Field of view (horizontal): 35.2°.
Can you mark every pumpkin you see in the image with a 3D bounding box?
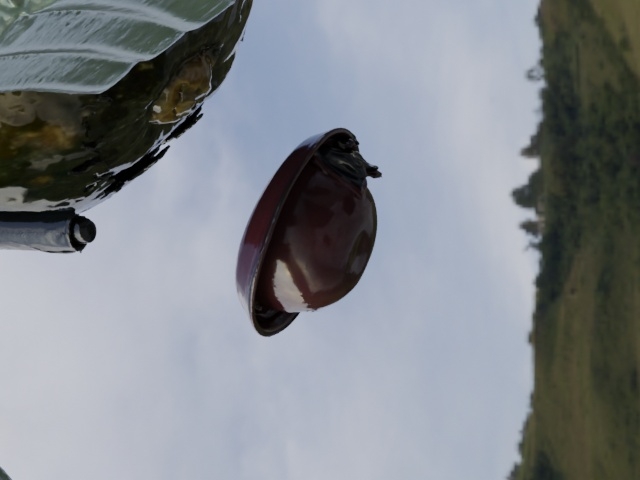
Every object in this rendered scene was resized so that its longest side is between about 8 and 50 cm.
[{"bbox_3d":[-0.246,-0.224,0.919,0.454,0.344,0.454,-61,-5,-9],"label":"pumpkin"}]

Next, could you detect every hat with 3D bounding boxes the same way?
[{"bbox_3d":[0.000,0.000,0.922,0.205,0.089,0.205,-53,-22,-32],"label":"hat"}]

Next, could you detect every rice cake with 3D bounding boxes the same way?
[{"bbox_3d":[-0.123,-0.117,0.518,0.043,0.127,0.237,58,-168,-4],"label":"rice cake"}]

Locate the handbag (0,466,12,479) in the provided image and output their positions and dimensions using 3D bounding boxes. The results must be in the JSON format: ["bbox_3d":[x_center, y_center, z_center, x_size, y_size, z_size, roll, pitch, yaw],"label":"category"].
[{"bbox_3d":[-0.207,0.214,0.534,0.079,0.219,0.256,-41,-30,-62],"label":"handbag"}]

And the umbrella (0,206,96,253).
[{"bbox_3d":[-0.241,-0.007,0.815,0.036,0.133,0.031,65,-145,-45],"label":"umbrella"}]
